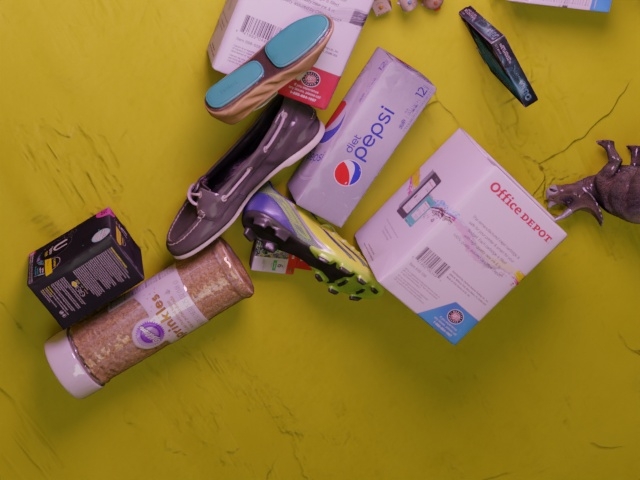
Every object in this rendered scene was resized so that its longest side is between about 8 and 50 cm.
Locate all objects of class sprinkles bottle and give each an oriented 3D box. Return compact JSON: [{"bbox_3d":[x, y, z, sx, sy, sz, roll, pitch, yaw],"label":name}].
[{"bbox_3d":[-0.290,0.130,1.967,0.355,0.121,0.121,-32,117,3],"label":"sprinkles bottle"}]

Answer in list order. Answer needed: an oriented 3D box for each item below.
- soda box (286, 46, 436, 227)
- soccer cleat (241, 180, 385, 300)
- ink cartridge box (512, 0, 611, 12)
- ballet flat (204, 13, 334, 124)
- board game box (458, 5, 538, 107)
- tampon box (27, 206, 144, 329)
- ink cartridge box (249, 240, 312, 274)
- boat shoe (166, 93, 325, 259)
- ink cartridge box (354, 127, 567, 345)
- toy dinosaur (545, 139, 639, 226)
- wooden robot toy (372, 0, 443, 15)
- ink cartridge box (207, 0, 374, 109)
[{"bbox_3d":[0.064,-0.170,1.923,0.098,0.091,0.286,27,106,-23],"label":"soda box"},{"bbox_3d":[0.000,-0.001,1.969,0.289,0.121,0.093,32,143,-16],"label":"soccer cleat"},{"bbox_3d":[0.371,-0.417,1.869,0.180,0.104,0.060,4,113,-14],"label":"ink cartridge box"},{"bbox_3d":[-0.070,-0.257,1.750,0.232,0.080,0.073,-33,146,9],"label":"ballet flat"},{"bbox_3d":[0.283,-0.298,1.859,0.026,0.186,0.126,-32,117,5],"label":"board game box"},{"bbox_3d":[-0.385,0.043,1.906,0.161,0.120,0.101,-32,117,3],"label":"tampon box"},{"bbox_3d":[-0.062,0.025,2.019,0.115,0.029,0.063,7,112,-15],"label":"ink cartridge box"},{"bbox_3d":[-0.144,-0.113,1.892,0.335,0.112,0.095,-42,123,1],"label":"boat shoe"},{"bbox_3d":[0.234,-0.010,1.974,0.198,0.197,0.270,40,101,-24],"label":"ink cartridge box"},{"bbox_3d":[0.548,-0.091,2.005,0.121,0.313,0.160,6,91,-43],"label":"toy dinosaur"},{"bbox_3d":[0.170,-0.393,1.859,0.173,0.076,0.079,-29,128,2],"label":"wooden robot toy"},{"bbox_3d":[-0.034,-0.370,1.797,0.197,0.114,0.273,18,110,-19],"label":"ink cartridge box"}]
